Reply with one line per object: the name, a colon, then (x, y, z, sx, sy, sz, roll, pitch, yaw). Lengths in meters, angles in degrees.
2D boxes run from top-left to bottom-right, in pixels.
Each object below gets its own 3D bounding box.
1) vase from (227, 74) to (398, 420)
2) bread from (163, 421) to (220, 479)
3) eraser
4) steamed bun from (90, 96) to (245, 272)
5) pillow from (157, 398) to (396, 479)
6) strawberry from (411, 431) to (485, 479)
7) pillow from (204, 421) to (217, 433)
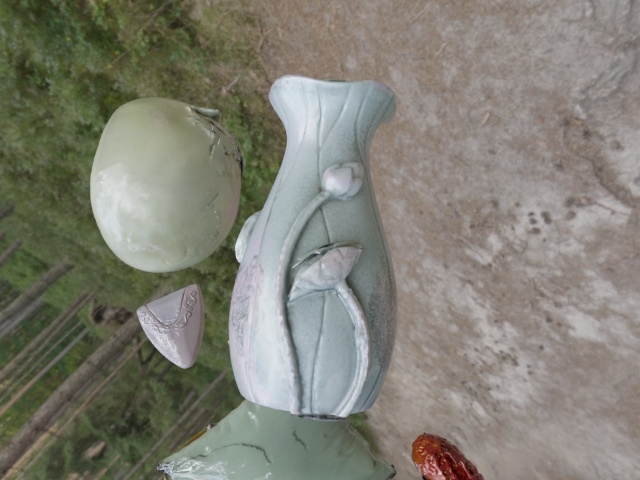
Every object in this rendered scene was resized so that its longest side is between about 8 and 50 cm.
vase: (0.000, 0.000, 0.648, 0.250, 0.446, 0.250, 5, 175, 0)
bread: (-0.346, 0.722, 1.498, 0.305, 0.305, 0.159, 12, 123, 62)
eraser: (-0.432, 0.265, 1.396, 0.059, 0.204, 0.243, 77, 167, -60)
steamed bun: (-0.275, -0.093, 0.913, 0.233, 0.312, 0.334, 2, 159, 7)
pillow: (-0.063, 0.404, 0.823, 0.310, 0.312, 0.119, 53, 165, -7)
strawberry: (0.263, 0.444, 0.907, 0.188, 0.082, 0.121, 36, -167, -4)
pillow: (-0.275, 0.588, 1.232, 0.075, 0.171, 0.179, 2, 149, 32)
